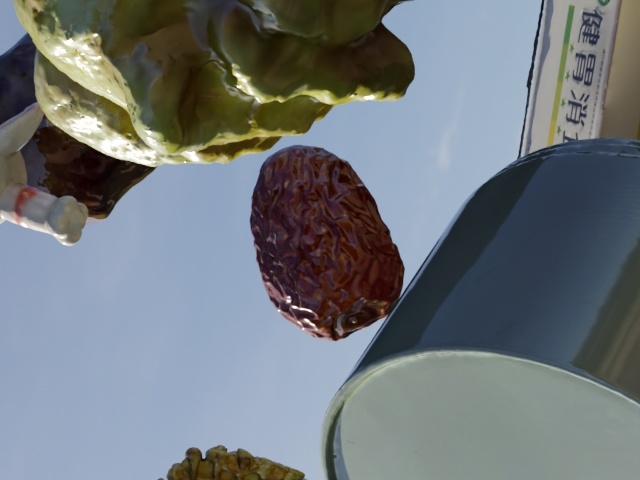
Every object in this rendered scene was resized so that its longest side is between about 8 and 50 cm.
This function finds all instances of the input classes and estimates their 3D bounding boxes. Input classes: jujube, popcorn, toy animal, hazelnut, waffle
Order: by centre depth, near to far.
[{"bbox_3d":[-0.075,-0.165,1.209,0.321,0.290,0.326,23,-60,-41],"label":"popcorn"},{"bbox_3d":[0.000,0.000,1.573,0.109,0.112,0.176,-58,44,41],"label":"jujube"},{"bbox_3d":[-0.341,-0.057,1.686,0.138,0.282,0.140,-18,-73,-38],"label":"toy animal"},{"bbox_3d":[-0.095,0.290,1.932,0.038,0.191,0.191,-111,25,-64],"label":"waffle"},{"bbox_3d":[-0.279,-0.142,2.107,0.218,0.218,0.234,89,-165,-45],"label":"hazelnut"}]

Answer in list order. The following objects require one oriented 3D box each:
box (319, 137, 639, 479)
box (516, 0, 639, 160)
[{"bbox_3d":[0.133,0.084,0.849,0.149,0.226,0.226,-53,-26,-39],"label":"box"},{"bbox_3d":[0.298,-0.143,1.807,0.173,0.145,0.333,-144,61,-71],"label":"box"}]
